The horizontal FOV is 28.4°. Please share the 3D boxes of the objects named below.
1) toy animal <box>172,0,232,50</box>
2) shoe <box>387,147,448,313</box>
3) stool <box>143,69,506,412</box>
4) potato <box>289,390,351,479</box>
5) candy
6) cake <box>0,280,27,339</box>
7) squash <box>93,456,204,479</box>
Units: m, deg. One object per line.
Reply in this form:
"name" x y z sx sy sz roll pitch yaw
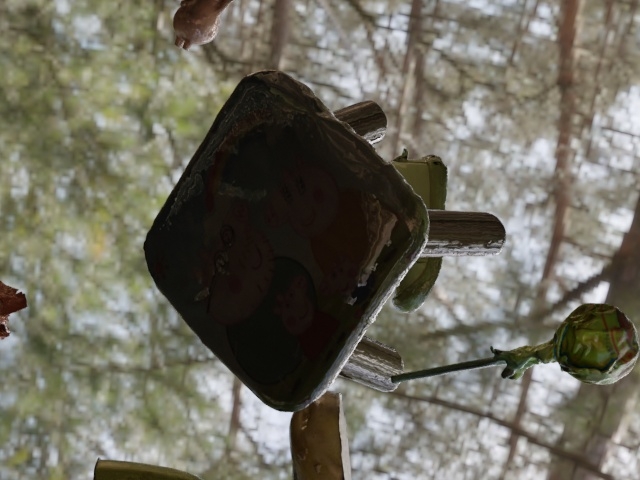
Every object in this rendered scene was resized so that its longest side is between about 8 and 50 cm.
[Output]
"toy animal" -0.171 -0.347 1.855 0.083 0.150 0.089 29 169 -2
"shoe" 0.137 -0.014 2.015 0.128 0.262 0.140 9 167 5
"stool" 0.000 0.000 1.464 0.310 0.310 0.226 45 -158 26
"potato" -0.002 0.288 1.586 0.081 0.200 0.164 -3 -170 4
"candy" 0.191 0.120 1.277 0.262 0.077 0.073 -13 162 26
"cake" -0.584 0.105 1.853 0.287 0.098 0.135 -16 -114 -36
"squash" -0.243 0.374 1.872 0.188 0.095 0.095 5 -156 0
